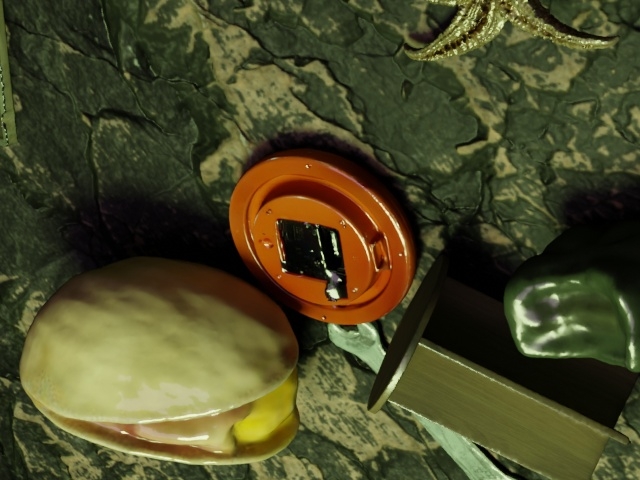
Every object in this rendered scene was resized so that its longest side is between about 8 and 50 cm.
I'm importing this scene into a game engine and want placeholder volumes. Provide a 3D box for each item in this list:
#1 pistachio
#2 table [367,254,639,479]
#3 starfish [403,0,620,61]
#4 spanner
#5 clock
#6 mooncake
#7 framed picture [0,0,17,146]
[{"bbox_3d":[-0.168,0.133,1.490,0.309,0.230,0.230,14,130,17],"label":"pistachio"},{"bbox_3d":[0.181,0.137,1.343,0.227,0.167,0.167,26,134,-1],"label":"table"},{"bbox_3d":[0.139,-0.210,1.158,0.238,0.057,0.213,31,142,13],"label":"starfish"},{"bbox_3d":[0.119,0.187,1.501,0.302,0.017,0.071,49,133,-10],"label":"spanner"},{"bbox_3d":[0.000,0.000,1.406,0.205,0.051,0.205,16,129,20],"label":"clock"},{"bbox_3d":[0.246,0.051,1.218,0.175,0.168,0.104,-16,113,22],"label":"mooncake"},{"bbox_3d":[-0.428,-0.247,1.496,0.211,0.020,0.289,19,131,19],"label":"framed picture"}]
